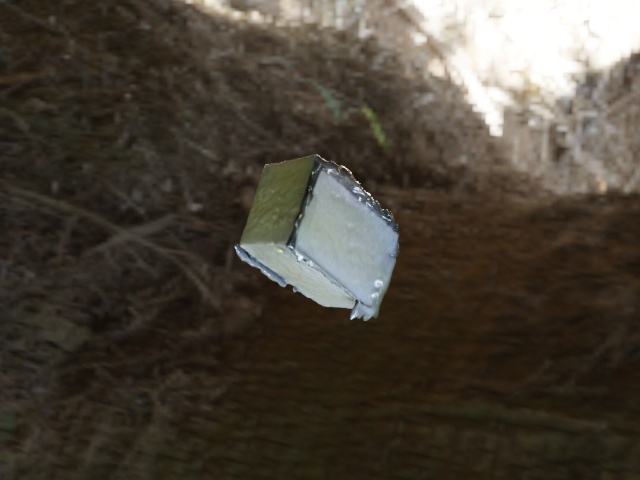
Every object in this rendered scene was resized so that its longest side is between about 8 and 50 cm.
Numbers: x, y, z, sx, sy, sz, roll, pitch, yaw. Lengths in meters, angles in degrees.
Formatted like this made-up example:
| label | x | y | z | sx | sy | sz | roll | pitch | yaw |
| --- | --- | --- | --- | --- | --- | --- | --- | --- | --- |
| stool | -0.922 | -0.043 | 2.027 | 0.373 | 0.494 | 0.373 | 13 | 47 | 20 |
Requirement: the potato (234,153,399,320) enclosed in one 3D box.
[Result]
| label | x | y | z | sx | sy | sz | roll | pitch | yaw |
| --- | --- | --- | --- | --- | --- | --- | --- | --- | --- |
| potato | 0.001 | 0.001 | 1.067 | 0.122 | 0.061 | 0.086 | 40 | 65 | -47 |
